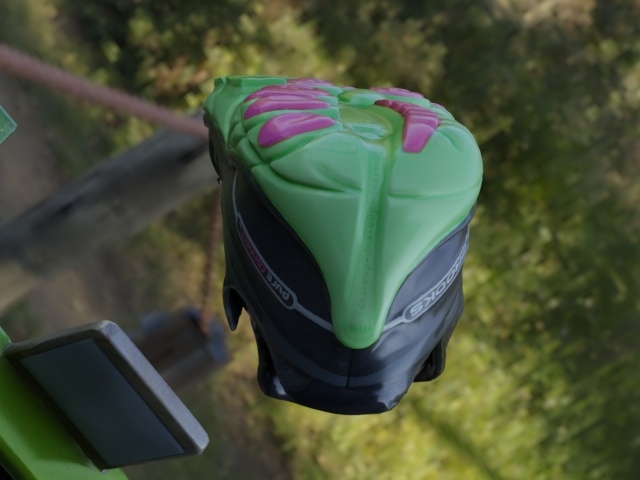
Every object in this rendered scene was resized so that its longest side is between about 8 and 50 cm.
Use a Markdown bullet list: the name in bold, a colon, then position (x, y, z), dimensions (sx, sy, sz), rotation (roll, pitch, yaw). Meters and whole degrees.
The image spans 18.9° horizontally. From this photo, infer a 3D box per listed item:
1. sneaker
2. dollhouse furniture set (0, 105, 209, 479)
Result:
- **sneaker**: position (0.000, 0.000, 1.242), dimensions (0.483, 0.185, 0.202), rotation (-71, 169, -83)
- **dollhouse furniture set**: position (-0.191, 0.112, 0.627), dimensions (0.197, 0.151, 0.301), rotation (53, 52, -16)
